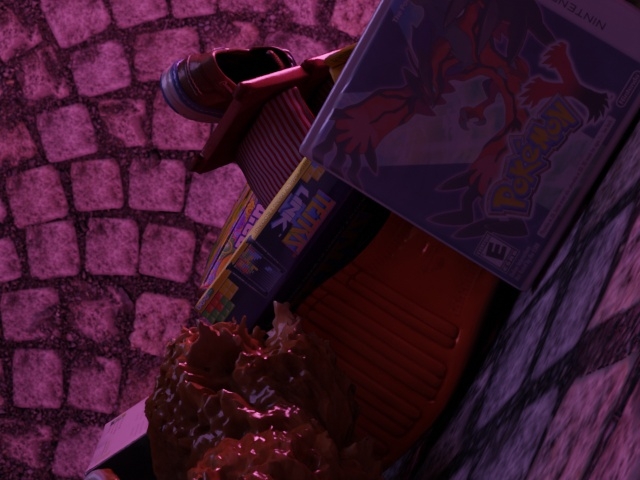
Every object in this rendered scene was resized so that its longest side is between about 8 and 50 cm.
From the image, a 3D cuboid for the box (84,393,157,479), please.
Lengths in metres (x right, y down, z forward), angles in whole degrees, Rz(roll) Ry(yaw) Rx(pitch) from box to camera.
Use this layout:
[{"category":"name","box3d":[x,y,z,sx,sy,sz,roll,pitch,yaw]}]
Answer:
[{"category":"box","box3d":[-0.090,0.152,2.054,0.322,0.058,0.232,-34,6,4]}]

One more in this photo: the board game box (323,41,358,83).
[{"category":"board game box","box3d":[0.099,-0.115,1.439,0.124,0.039,0.259,-24,-19,14]}]

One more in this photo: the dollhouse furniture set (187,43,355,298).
[{"category":"dollhouse furniture set","box3d":[-0.027,0.033,1.695,0.152,0.201,0.374,-24,-22,-39]}]

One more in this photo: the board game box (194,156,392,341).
[{"category":"board game box","box3d":[0.000,0.000,1.433,0.170,0.048,0.141,-54,-18,10]}]

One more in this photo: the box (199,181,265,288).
[{"category":"box","box3d":[-0.002,-0.038,2.348,0.290,0.177,0.279,-61,4,6]}]

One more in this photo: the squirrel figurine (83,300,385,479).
[{"category":"squirrel figurine","box3d":[-0.091,0.246,1.313,0.397,0.281,0.370,-46,0,4]}]

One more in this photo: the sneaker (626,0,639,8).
[{"category":"sneaker","box3d":[0.160,-0.238,1.392,0.158,0.182,0.410,-66,18,-14]}]

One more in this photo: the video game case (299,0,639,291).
[{"category":"video game case","box3d":[0.109,-0.096,1.300,0.201,0.183,0.023,-61,-8,19]}]

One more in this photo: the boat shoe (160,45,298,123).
[{"category":"boat shoe","box3d":[-0.050,-0.129,1.670,0.066,0.066,0.183,-27,-14,36]}]

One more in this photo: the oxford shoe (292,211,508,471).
[{"category":"oxford shoe","box3d":[0.080,0.040,1.425,0.364,0.130,0.132,-57,-15,17]}]
